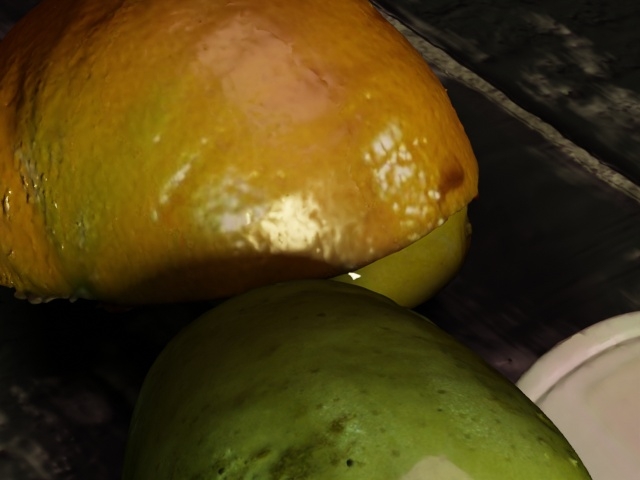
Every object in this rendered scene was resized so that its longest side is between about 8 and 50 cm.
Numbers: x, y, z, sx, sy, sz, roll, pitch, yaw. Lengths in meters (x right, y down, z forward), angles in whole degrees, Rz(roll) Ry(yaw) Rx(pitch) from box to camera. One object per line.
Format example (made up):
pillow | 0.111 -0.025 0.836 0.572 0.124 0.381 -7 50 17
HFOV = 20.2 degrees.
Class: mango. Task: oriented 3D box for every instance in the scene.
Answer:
mango | 0.000 0.000 1.131 0.195 0.092 0.130 0 41 -5

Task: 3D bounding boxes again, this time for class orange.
orange | -0.069 -0.054 1.067 0.310 0.274 0.274 36 42 19

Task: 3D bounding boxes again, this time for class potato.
potato | 0.012 0.135 0.854 0.216 0.215 0.304 -9 37 -26

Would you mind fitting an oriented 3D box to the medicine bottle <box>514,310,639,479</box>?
medicine bottle | 0.206 0.170 0.913 0.152 0.152 0.254 -8 41 -26
